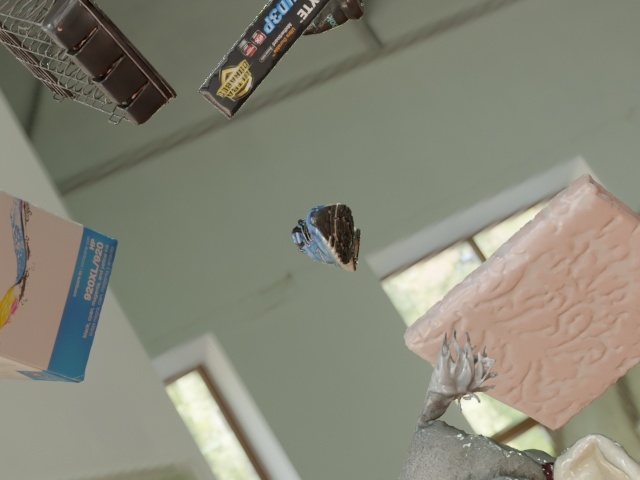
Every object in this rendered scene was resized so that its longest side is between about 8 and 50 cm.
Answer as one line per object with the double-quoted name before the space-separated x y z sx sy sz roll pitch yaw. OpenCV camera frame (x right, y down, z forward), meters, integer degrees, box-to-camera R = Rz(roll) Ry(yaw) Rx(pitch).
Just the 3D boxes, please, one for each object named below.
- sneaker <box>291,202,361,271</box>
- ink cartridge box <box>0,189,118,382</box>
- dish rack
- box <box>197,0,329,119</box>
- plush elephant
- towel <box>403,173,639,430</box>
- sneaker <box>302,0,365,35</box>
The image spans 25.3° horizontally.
"sneaker" 0.000 0.000 1.593 0.073 0.063 0.162 4 -15 10
"ink cartridge box" -0.372 0.040 1.520 0.171 0.168 0.232 -1 -20 44
"dish rack" -0.329 -0.244 1.829 0.074 0.271 0.208 -52 -51 -14
"box" -0.037 -0.245 1.564 0.220 0.051 0.175 -49 7 16
"plush elephant" 0.191 0.275 1.325 0.272 0.255 0.330 69 -141 -79
"towel" 0.328 0.091 1.913 0.317 0.053 0.332 31 -64 -34
"sneaker" -0.034 -0.426 2.126 0.106 0.267 0.101 -30 -19 12
